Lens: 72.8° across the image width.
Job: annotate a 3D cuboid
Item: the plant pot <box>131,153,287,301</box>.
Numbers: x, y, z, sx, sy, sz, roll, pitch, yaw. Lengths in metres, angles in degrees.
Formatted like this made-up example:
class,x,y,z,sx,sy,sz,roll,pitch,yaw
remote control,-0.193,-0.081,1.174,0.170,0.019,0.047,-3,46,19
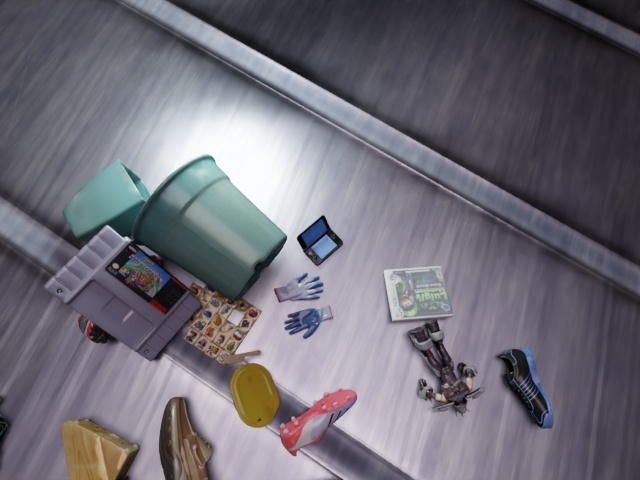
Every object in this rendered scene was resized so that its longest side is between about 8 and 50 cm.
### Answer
class,x,y,z,sx,sy,sz,roll,pitch,yaw
plant pot,-0.301,-0.016,1.279,0.334,0.341,0.341,40,74,2

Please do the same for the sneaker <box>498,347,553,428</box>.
class,x,y,z,sx,sy,sz,roll,pitch,yaw
sneaker,0.605,0.440,1.289,0.091,0.081,0.232,-9,65,-3

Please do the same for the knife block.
class,x,y,z,sx,sy,sz,roll,pitch,yaw
knife block,-0.612,0.642,1.151,0.276,0.088,0.242,25,72,5

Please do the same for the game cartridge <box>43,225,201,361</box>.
class,x,y,z,sx,sy,sz,roll,pitch,yaw
game cartridge,-0.535,0.152,1.221,0.230,0.068,0.355,-49,119,-12

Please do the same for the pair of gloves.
class,x,y,z,sx,sy,sz,roll,pitch,yaw
pair of gloves,-0.051,0.203,1.362,0.160,0.023,0.198,-17,72,-7

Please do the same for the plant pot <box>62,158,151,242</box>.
class,x,y,z,sx,sy,sz,roll,pitch,yaw
plant pot,-0.657,-0.098,1.364,0.234,0.165,0.165,-35,77,-6

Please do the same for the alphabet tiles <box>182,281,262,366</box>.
class,x,y,z,sx,sy,sz,roll,pitch,yaw
alphabet tiles,-0.334,0.239,1.343,0.237,0.009,0.198,31,73,8

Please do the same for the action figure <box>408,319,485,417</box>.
class,x,y,z,sx,sy,sz,roll,pitch,yaw
action figure,0.367,0.382,1.288,0.186,0.099,0.284,-19,77,-16

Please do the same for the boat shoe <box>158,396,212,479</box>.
class,x,y,z,sx,sy,sz,roll,pitch,yaw
boat shoe,-0.361,0.590,1.181,0.117,0.123,0.324,5,57,-37

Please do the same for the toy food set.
class,x,y,z,sx,sy,sz,roll,pitch,yaw
toy food set,-0.204,0.431,1.260,0.128,0.071,0.217,-12,73,-32

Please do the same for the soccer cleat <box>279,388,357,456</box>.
class,x,y,z,sx,sy,sz,roll,pitch,yaw
soccer cleat,0.001,0.515,1.241,0.248,0.083,0.095,-26,104,-16

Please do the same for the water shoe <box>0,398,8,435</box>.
class,x,y,z,sx,sy,sz,roll,pitch,yaw
water shoe,-0.904,0.528,1.184,0.080,0.073,0.203,-20,74,-12

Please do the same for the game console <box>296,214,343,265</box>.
class,x,y,z,sx,sy,sz,roll,pitch,yaw
game console,0.000,0.000,1.406,0.122,0.071,0.107,-41,78,-14

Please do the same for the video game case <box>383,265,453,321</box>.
class,x,y,z,sx,sy,sz,roll,pitch,yaw
video game case,0.308,0.167,1.374,0.191,0.022,0.173,-4,61,-4

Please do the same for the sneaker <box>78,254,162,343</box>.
class,x,y,z,sx,sy,sz,roll,pitch,yaw
sneaker,-0.602,0.157,1.305,0.112,0.120,0.299,21,61,34
